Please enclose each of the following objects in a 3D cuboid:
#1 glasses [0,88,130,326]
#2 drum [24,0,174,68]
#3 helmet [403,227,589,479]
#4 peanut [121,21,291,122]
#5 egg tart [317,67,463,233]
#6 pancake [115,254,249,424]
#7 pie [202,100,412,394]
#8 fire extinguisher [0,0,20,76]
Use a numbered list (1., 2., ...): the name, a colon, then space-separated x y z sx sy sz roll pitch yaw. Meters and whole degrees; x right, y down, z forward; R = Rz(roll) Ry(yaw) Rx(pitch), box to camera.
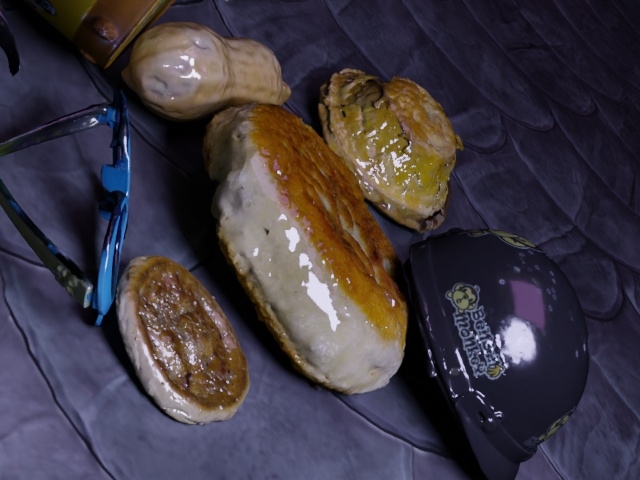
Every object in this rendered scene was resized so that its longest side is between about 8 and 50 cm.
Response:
1. glasses: -0.221 -0.058 0.961 0.207 0.102 0.239 32 33 -33
2. drum: -0.144 -0.378 1.126 0.214 0.431 0.431 43 28 -12
3. helmet: 0.202 0.106 1.280 0.279 0.160 0.230 69 13 16
4. peanut: -0.111 -0.169 1.256 0.117 0.101 0.263 15 9 29
5. egg tart: 0.098 -0.125 1.536 0.241 0.106 0.241 35 35 -29
6. pancake: -0.114 0.082 1.020 0.158 0.028 0.158 42 30 -33
7. pie: 0.000 0.000 1.206 0.315 0.092 0.315 50 23 -30
8. fire extinguisher: -0.380 -0.236 0.936 0.337 0.114 0.135 20 52 -43
